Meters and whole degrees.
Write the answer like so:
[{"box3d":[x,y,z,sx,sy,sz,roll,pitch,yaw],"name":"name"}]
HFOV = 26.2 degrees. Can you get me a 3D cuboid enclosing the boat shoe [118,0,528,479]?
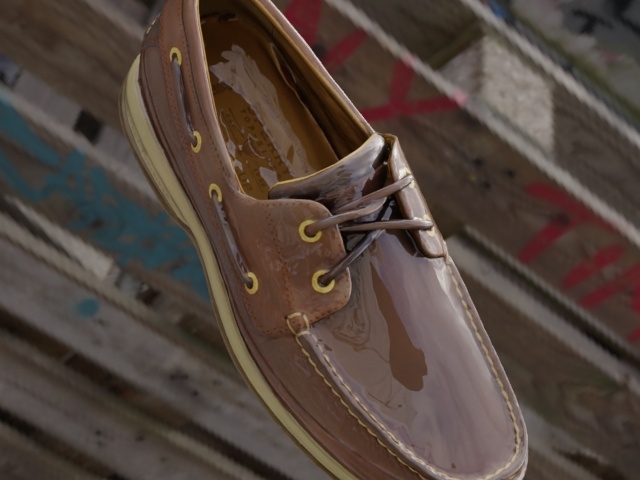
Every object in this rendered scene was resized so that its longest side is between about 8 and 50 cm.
[{"box3d":[0.000,0.000,0.388,0.064,0.060,0.178,-24,71,-27],"name":"boat shoe"}]
